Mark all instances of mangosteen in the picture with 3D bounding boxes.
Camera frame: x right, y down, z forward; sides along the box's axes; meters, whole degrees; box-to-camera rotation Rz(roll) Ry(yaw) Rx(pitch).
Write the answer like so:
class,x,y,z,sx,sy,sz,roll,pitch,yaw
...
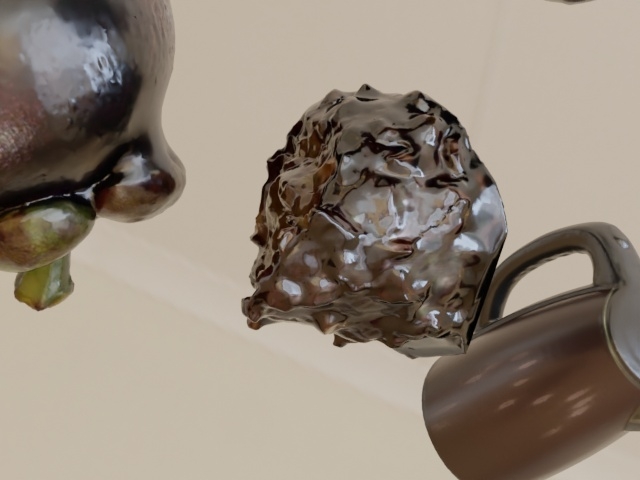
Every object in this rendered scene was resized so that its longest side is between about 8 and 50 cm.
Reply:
class,x,y,z,sx,sy,sz,roll,pitch,yaw
mangosteen,-0.236,-0.132,1.380,0.313,0.297,0.297,38,-39,4

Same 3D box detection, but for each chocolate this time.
class,x,y,z,sx,sy,sz,roll,pitch,yaw
chocolate,0.000,0.000,1.327,0.206,0.177,0.224,40,-49,30

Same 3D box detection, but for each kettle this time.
class,x,y,z,sx,sy,sz,roll,pitch,yaw
kettle,0.212,0.100,1.546,0.144,0.202,0.232,6,-28,-39

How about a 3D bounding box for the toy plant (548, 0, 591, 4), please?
class,x,y,z,sx,sy,sz,roll,pitch,yaw
toy plant,0.096,-0.300,1.177,0.400,0.279,0.185,34,15,-52
